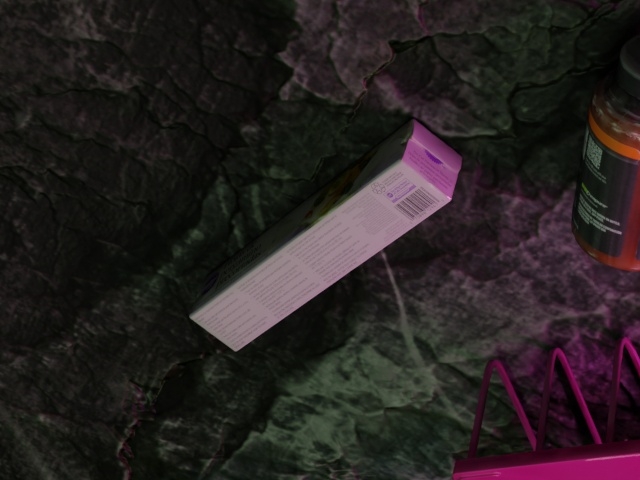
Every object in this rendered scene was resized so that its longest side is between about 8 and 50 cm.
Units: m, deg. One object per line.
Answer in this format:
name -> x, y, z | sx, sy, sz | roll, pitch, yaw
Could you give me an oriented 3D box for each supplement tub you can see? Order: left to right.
supplement tub -> 0.271, -0.075, 1.451 | 0.106, 0.106, 0.198 | 10, 135, 8

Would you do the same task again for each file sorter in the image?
file sorter -> 0.306, 0.207, 1.659 | 0.291, 0.182, 0.202 | -10, 128, 24

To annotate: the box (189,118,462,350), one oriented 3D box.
box -> 0.000, 0.000, 1.636 | 0.067, 0.063, 0.324 | 38, 132, -17
